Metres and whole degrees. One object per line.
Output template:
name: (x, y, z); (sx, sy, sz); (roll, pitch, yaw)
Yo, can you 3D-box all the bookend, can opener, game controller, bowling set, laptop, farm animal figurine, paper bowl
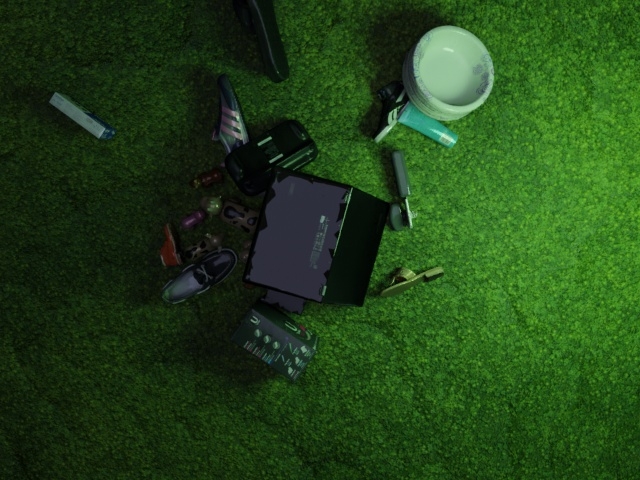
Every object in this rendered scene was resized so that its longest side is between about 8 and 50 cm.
bookend: (-0.113, 0.163, 1.930); (0.157, 0.072, 0.156); (19, 97, 1)
can opener: (0.272, -0.169, 1.865); (0.093, 0.074, 0.280); (-8, 97, 2)
game controller: (-0.161, -0.282, 1.824); (0.319, 0.067, 0.166); (-34, 84, -22)
bowling set: (-0.191, 0.062, 1.815); (0.287, 0.200, 0.154); (-16, 95, 32)
laptop: (0.000, 0.000, 1.797); (0.408, 0.236, 0.381); (15, 89, 1)
farm animal figurine: (-0.332, -0.080, 1.856); (0.327, 0.172, 0.330); (7, 98, 1)
paper bowl: (0.399, -0.527, 1.752); (0.284, 0.148, 0.284); (2, 83, -13)

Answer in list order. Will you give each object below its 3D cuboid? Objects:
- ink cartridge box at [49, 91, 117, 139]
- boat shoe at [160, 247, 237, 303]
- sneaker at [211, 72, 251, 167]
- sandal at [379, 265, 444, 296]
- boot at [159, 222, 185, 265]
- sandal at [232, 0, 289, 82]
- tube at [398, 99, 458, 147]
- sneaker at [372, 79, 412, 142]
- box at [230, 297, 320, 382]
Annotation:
ink cartridge box: (-0.817, -0.428, 1.876); (0.207, 0.097, 0.046); (37, 98, -3)
boat shoe: (-0.431, 0.134, 1.932); (0.302, 0.091, 0.114); (-37, 94, 7)
sneaker: (-0.322, -0.400, 1.847); (0.131, 0.112, 0.319); (-15, 95, 2)
sandal: (0.309, 0.124, 1.915); (0.240, 0.088, 0.079); (-20, 65, -2)
boot: (-0.545, 0.016, 1.942); (0.085, 0.059, 0.157); (-10, 98, 9)
sandal: (-0.219, -0.734, 1.781); (0.107, 0.167, 0.445); (-12, 97, 22)
tube: (0.364, -0.382, 1.820); (0.207, 0.052, 0.080); (28, 88, -15)
sneaker: (0.219, -0.444, 1.837); (0.121, 0.079, 0.217); (40, 89, 1)
box: (-0.154, 0.345, 1.908); (0.270, 0.165, 0.143); (34, 98, -2)
